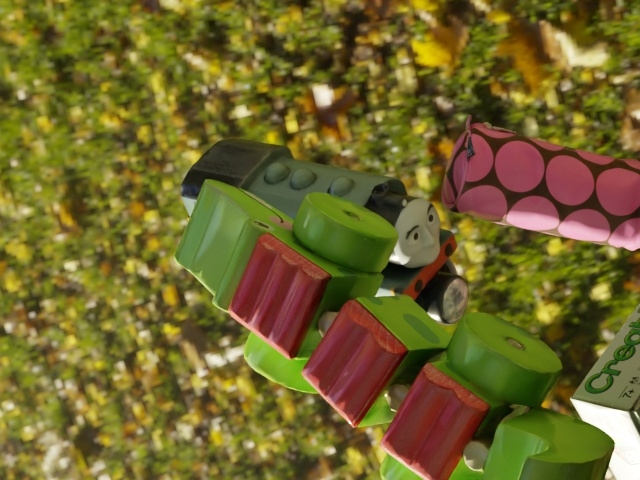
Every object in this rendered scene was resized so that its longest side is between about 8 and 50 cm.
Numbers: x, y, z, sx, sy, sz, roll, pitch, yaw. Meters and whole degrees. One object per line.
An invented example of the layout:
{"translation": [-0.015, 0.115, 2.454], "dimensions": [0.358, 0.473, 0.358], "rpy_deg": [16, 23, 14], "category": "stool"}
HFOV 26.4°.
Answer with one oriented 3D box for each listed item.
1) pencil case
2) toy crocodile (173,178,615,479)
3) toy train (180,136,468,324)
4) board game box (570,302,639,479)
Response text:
{"translation": [0.232, -0.057, 1.373], "dimensions": [0.095, 0.209, 0.098], "rpy_deg": [135, 147, -76], "category": "pencil case"}
{"translation": [0.030, 0.065, 0.813], "dimensions": [0.340, 0.105, 0.115], "rpy_deg": [38, 109, 31], "category": "toy crocodile"}
{"translation": [0.000, 0.000, 1.435], "dimensions": [0.334, 0.142, 0.190], "rpy_deg": [15, 140, 40], "category": "toy train"}
{"translation": [0.303, 0.067, 0.927], "dimensions": [0.053, 0.305, 0.193], "rpy_deg": [8, 138, 50], "category": "board game box"}
